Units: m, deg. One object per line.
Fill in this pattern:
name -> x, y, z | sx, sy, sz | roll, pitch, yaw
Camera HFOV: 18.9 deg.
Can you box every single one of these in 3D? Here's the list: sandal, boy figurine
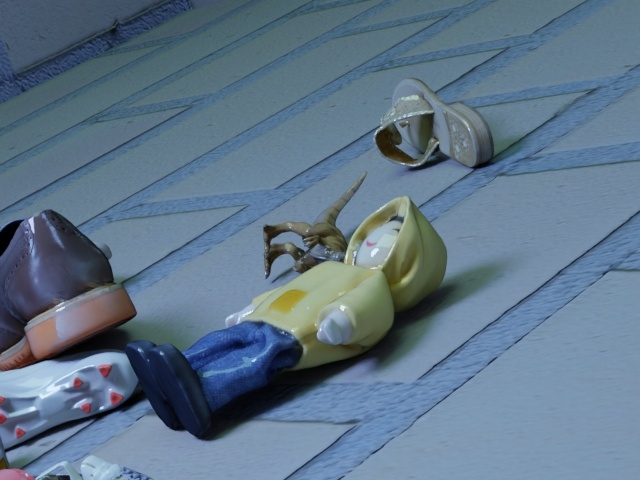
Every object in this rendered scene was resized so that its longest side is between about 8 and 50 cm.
sandal -> 0.097, -0.118, 2.072 | 0.079, 0.088, 0.240 | -20, 18, -18
boy figurine -> -0.009, 0.059, 1.576 | 0.285, 0.092, 0.177 | -30, 14, -20

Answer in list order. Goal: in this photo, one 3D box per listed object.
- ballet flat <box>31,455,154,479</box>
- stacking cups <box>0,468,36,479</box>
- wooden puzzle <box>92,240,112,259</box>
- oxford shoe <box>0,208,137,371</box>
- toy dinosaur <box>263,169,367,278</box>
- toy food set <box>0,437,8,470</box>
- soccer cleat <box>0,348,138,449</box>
ballet flat -> -0.180, 0.184, 1.460 | 0.114, 0.041, 0.041 | -13, 16, 28
stacking cups -> -0.314, 0.252, 1.306 | 0.096, 0.096, 0.316 | -9, 17, 40
wooden puzzle -> -0.359, 0.070, 2.086 | 0.238, 0.044, 0.221 | -24, 2, -25
oxford shoe -> -0.262, 0.041, 1.841 | 0.130, 0.133, 0.363 | -25, 1, -20
toy dinosaur -> 0.000, 0.000, 1.871 | 0.112, 0.064, 0.211 | -4, 24, -3
toy food set -> -0.361, 0.164, 1.609 | 0.232, 0.104, 0.111 | -7, 17, 25
soccer cleat -> -0.254, 0.139, 1.692 | 0.196, 0.068, 0.076 | -13, 10, 3
